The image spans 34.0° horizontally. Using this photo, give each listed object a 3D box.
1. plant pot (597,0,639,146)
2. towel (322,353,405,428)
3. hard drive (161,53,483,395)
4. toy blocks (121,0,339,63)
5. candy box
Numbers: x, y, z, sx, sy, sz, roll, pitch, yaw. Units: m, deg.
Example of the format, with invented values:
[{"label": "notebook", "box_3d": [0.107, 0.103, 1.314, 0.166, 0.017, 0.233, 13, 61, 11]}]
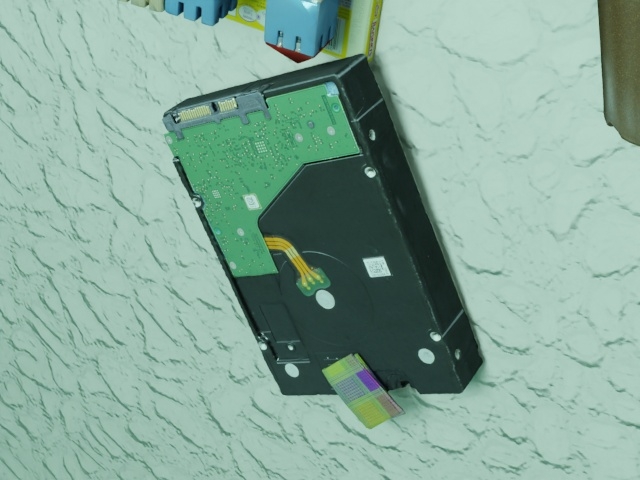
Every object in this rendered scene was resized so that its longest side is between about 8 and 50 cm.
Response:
[{"label": "plant pot", "box_3d": [0.262, -0.158, 0.726, 0.167, 0.167, 0.165, 14, 129, 28]}, {"label": "towel", "box_3d": [0.043, 0.154, 1.064, 0.083, 0.009, 0.060, 50, 135, -5]}, {"label": "hard drive", "box_3d": [0.000, 0.000, 1.039, 0.236, 0.064, 0.339, -8, 115, 38]}, {"label": "toy blocks", "box_3d": [-0.107, -0.307, 0.874, 0.381, 0.191, 0.261, 19, 129, 14]}, {"label": "candy box", "box_3d": [-0.037, -0.242, 0.968, 0.205, 0.027, 0.105, 24, 124, 22]}]
